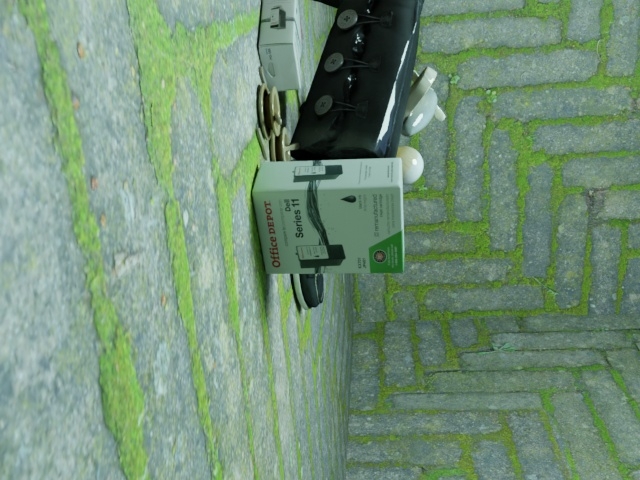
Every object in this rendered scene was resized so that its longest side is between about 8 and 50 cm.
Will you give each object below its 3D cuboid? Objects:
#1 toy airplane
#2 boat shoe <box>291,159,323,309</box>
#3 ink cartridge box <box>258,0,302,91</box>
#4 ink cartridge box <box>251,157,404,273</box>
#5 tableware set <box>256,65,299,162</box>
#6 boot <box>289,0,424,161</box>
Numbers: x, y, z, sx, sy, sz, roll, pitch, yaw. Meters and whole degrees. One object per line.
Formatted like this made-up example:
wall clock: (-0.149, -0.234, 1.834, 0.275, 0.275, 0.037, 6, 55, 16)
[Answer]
toy airplane: (0.103, -0.174, 1.441, 0.386, 0.273, 0.384, 24, -84, 68)
boat shoe: (0.000, -0.003, 1.298, 0.127, 0.113, 0.340, -85, 171, -57)
ink cartridge box: (-0.062, -0.322, 1.093, 0.099, 0.056, 0.135, 81, 8, -56)
ink cartridge box: (0.015, -0.033, 0.984, 0.087, 0.209, 0.153, -80, 166, -54)
tableware set: (-0.065, -0.173, 1.084, 0.194, 0.039, 0.128, 77, 12, -64)
boot: (0.027, -0.351, 1.282, 0.146, 0.367, 0.445, 16, 83, -42)
